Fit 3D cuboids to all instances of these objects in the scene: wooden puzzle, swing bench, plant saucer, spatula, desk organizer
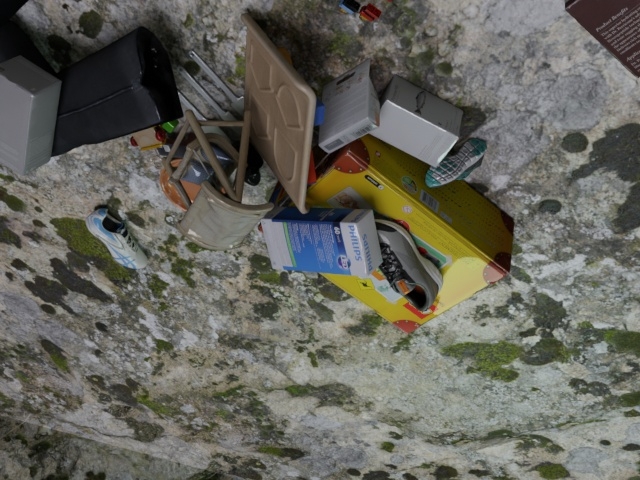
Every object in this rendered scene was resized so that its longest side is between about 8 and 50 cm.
[{"bbox_3d":[-0.079,-0.281,1.704,0.080,0.322,0.348,-19,139,-19],"label":"wooden puzzle"},{"bbox_3d":[-0.242,-0.130,1.783,0.165,0.255,0.253,-5,161,-26],"label":"swing bench"},{"bbox_3d":[-0.331,-0.148,2.078,0.200,0.037,0.200,10,136,10],"label":"plant saucer"},{"bbox_3d":[-0.270,-0.336,1.878,0.168,0.019,0.242,-25,123,38],"label":"spatula"},{"bbox_3d":[-0.348,-0.242,1.963,0.130,0.050,0.047,9,143,21],"label":"desk organizer"}]

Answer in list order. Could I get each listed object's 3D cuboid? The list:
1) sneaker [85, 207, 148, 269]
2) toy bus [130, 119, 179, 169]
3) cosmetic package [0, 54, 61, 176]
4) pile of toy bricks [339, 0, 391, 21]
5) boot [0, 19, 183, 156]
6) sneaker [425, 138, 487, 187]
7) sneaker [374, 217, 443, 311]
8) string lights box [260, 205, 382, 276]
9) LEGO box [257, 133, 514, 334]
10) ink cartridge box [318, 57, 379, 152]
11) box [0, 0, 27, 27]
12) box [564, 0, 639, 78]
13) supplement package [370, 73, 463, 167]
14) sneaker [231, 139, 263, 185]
[{"bbox_3d":[-0.586,0.000,2.287,0.086,0.085,0.237,-22,127,26],"label":"sneaker"},{"bbox_3d":[-0.424,-0.308,1.896,0.191,0.104,0.202,30,137,2],"label":"toy bus"},{"bbox_3d":[-0.674,-0.278,1.751,0.127,0.107,0.238,34,127,7],"label":"cosmetic package"},{"bbox_3d":[0.038,-0.516,1.541,0.212,0.118,0.105,29,169,-24],"label":"pile of toy bricks"},{"bbox_3d":[-0.550,-0.389,1.754,0.445,0.146,0.367,-8,117,37],"label":"boot"},{"bbox_3d":[0.312,-0.160,1.776,0.166,0.065,0.076,-32,147,-11],"label":"sneaker"},{"bbox_3d":[0.178,0.053,1.770,0.271,0.108,0.100,43,132,-18],"label":"sneaker"},{"bbox_3d":[0.000,0.000,1.748,0.259,0.077,0.133,4,118,33],"label":"string lights box"},{"bbox_3d":[0.164,-0.034,1.907,0.500,0.193,0.372,36,134,-17],"label":"LEGO box"},{"bbox_3d":[0.063,-0.293,1.698,0.145,0.179,0.045,-24,136,36],"label":"ink cartridge box"},{"bbox_3d":[-0.757,-0.536,1.664,0.184,0.261,0.103,19,137,0],"label":"box"},{"bbox_3d":[0.564,-0.438,1.375,0.203,0.167,0.168,37,135,-18],"label":"box"},{"bbox_3d":[0.210,-0.264,1.722,0.179,0.105,0.105,26,137,-8],"label":"supplement package"},{"bbox_3d":[-0.174,-0.190,1.938,0.089,0.051,0.170,33,156,44],"label":"sneaker"}]
